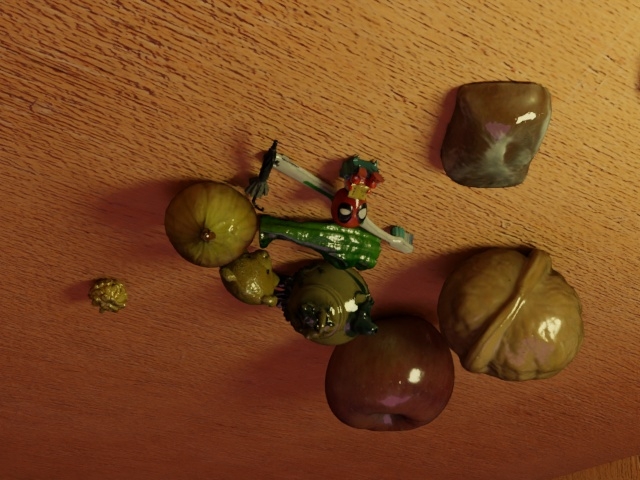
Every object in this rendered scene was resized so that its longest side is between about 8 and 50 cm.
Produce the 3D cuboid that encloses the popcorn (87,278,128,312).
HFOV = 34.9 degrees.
[{"bbox_3d":[-0.439,0.114,2.093,0.083,0.057,0.082,-3,151,6],"label":"popcorn"}]

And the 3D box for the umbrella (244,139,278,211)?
[{"bbox_3d":[-0.101,-0.111,1.699,0.044,0.044,0.269,-43,170,-22],"label":"umbrella"}]

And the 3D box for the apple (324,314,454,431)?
[{"bbox_3d":[0.155,0.302,2.320,0.306,0.235,0.305,1,152,0],"label":"apple"}]

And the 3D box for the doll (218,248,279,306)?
[{"bbox_3d":[-0.129,0.044,1.879,0.137,0.209,0.097,28,107,-15],"label":"doll"}]

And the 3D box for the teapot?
[{"bbox_3d":[-0.006,0.127,2.017,0.270,0.173,0.182,20,-162,15],"label":"teapot"}]

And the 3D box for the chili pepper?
[{"bbox_3d":[-0.001,0.000,1.895,0.253,0.083,0.099,12,158,-19],"label":"chili pepper"}]

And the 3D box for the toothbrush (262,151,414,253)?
[{"bbox_3d":[0.043,-0.061,1.818,0.042,0.040,0.418,-16,150,37],"label":"toothbrush"}]

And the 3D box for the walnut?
[{"bbox_3d":[0.379,0.148,2.021,0.296,0.285,0.285,33,155,13],"label":"walnut"}]

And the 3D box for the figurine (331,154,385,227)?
[{"bbox_3d":[0.056,-0.079,1.739,0.068,0.075,0.140,9,133,-22],"label":"figurine"}]

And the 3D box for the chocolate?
[{"bbox_3d":[0.283,-0.148,1.631,0.157,0.080,0.254,-1,152,-4],"label":"chocolate"}]

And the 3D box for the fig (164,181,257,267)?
[{"bbox_3d":[-0.191,-0.038,1.718,0.160,0.143,0.230,2,164,2],"label":"fig"}]
